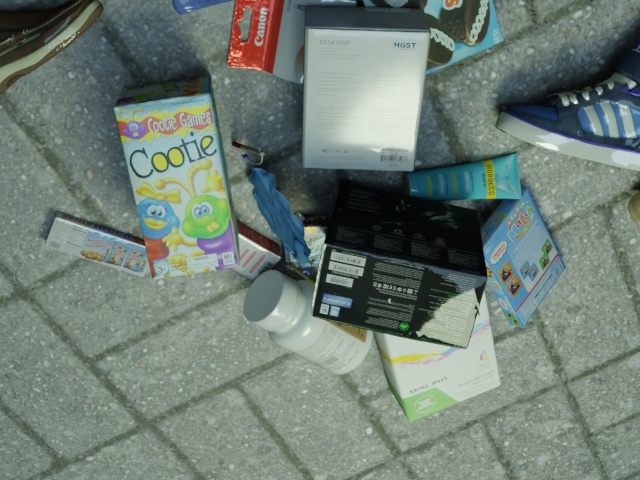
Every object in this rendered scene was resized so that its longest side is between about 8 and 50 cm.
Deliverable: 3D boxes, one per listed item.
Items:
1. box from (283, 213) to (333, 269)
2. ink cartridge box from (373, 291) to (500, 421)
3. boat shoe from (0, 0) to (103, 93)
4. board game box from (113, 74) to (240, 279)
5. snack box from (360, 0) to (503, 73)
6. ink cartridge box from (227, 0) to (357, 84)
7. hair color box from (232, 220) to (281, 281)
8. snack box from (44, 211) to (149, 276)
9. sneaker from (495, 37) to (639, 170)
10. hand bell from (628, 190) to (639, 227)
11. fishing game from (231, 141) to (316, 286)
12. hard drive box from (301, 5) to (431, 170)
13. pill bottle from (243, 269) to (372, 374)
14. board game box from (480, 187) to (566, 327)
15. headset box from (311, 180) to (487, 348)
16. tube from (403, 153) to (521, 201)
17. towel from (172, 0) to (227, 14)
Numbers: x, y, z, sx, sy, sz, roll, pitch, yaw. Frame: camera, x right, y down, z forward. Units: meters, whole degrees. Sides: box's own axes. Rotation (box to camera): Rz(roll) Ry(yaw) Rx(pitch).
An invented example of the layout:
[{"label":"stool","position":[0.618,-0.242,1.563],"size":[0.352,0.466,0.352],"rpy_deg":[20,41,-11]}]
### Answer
[{"label":"box","position":[0.000,0.000,1.472],"size":[0.136,0.027,0.094],"rpy_deg":[-7,125,-5]},{"label":"ink cartridge box","position":[0.205,0.154,1.540],"size":[0.207,0.119,0.354],"rpy_deg":[-21,124,-5]},{"label":"boat shoe","position":[-0.436,-0.292,1.171],"size":[0.257,0.095,0.095],"rpy_deg":[-32,116,11]},{"label":"board game box","position":[-0.218,-0.100,1.275],"size":[0.142,0.144,0.275],"rpy_deg":[-9,113,-3]},{"label":"snack box","position":[0.141,-0.409,1.211],"size":[0.187,0.060,0.322],"rpy_deg":[-23,123,5]},{"label":"ink cartridge box","position":[-0.044,-0.316,1.251],"size":[0.179,0.045,0.146],"rpy_deg":[3,121,-15]},{"label":"hair color box","position":[-0.147,0.011,1.445],"size":[0.141,0.043,0.072],"rpy_deg":[32,112,-25]},{"label":"snack box","position":[-0.381,0.008,1.415],"size":[0.178,0.022,0.064],"rpy_deg":[20,116,-21]},{"label":"sneaker","position":[0.472,-0.253,1.351],"size":[0.322,0.130,0.236],"rpy_deg":[13,103,-4]},{"label":"hand bell","position":[0.635,-0.126,1.403],"size":[0.126,0.126,0.242],"rpy_deg":[-3,139,-8]},{"label":"fishing game","position":[-0.061,-0.046,1.344],"size":[0.041,0.189,0.264],"rpy_deg":[-30,112,-15]},{"label":"hard drive box","position":[0.062,-0.227,1.237],"size":[0.181,0.089,0.232],"rpy_deg":[2,126,-2]},{"label":"pill bottle","position":[-0.023,0.146,1.482],"size":[0.131,0.131,0.229],"rpy_deg":[-43,128,18]},{"label":"board game box","position":[0.365,0.032,1.500],"size":[0.160,0.039,0.211],"rpy_deg":[-49,125,-21]},{"label":"headset box","position":[0.127,0.025,1.318],"size":[0.246,0.283,0.131],"rpy_deg":[12,115,1]},{"label":"tube","position":[0.251,-0.103,1.435],"size":[0.207,0.052,0.080],"rpy_deg":[-7,99,-7]},{"label":"towel","position":[-0.119,-0.491,1.085],"size":[0.243,0.040,0.336],"rpy_deg":[-22,125,-20]}]
